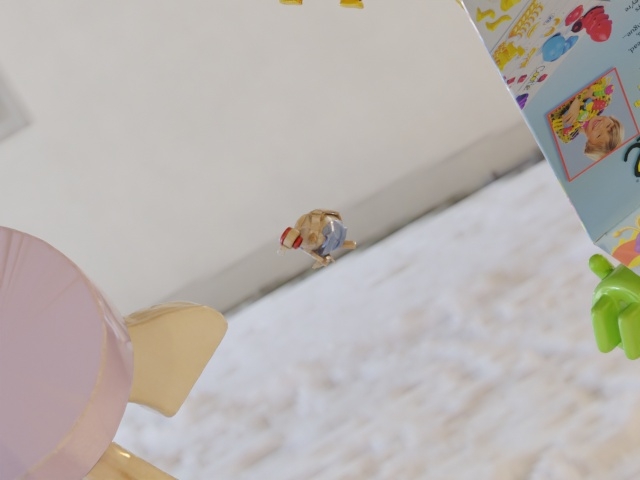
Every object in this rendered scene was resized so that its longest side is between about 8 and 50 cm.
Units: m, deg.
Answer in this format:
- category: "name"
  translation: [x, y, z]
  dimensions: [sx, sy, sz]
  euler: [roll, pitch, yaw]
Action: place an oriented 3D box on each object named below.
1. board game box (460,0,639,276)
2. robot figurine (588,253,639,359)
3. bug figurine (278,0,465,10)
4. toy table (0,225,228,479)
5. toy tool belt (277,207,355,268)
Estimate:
- category: "board game box"
  translation: [0.212, -0.105, 1.221]
  dimensions: [0.144, 0.142, 0.275]
  euler: [-40, 44, 19]
- category: "robot figurine"
  translation: [0.244, 0.039, 1.415]
  dimensions: [0.101, 0.067, 0.115]
  euler: [12, 39, 44]
- category: "bug figurine"
  translation: [0.066, -0.250, 1.649]
  dimensions: [0.279, 0.072, 0.216]
  euler: [9, -14, 29]
- category: "toy table"
  translation: [-0.168, 0.105, 1.082]
  dimensions: [0.252, 0.161, 0.274]
  euler: [-51, 39, -9]
- category: "toy tool belt"
  translation: [0.000, 0.000, 1.765]
  dimensions: [0.052, 0.051, 0.083]
  euler: [-64, -13, 20]
